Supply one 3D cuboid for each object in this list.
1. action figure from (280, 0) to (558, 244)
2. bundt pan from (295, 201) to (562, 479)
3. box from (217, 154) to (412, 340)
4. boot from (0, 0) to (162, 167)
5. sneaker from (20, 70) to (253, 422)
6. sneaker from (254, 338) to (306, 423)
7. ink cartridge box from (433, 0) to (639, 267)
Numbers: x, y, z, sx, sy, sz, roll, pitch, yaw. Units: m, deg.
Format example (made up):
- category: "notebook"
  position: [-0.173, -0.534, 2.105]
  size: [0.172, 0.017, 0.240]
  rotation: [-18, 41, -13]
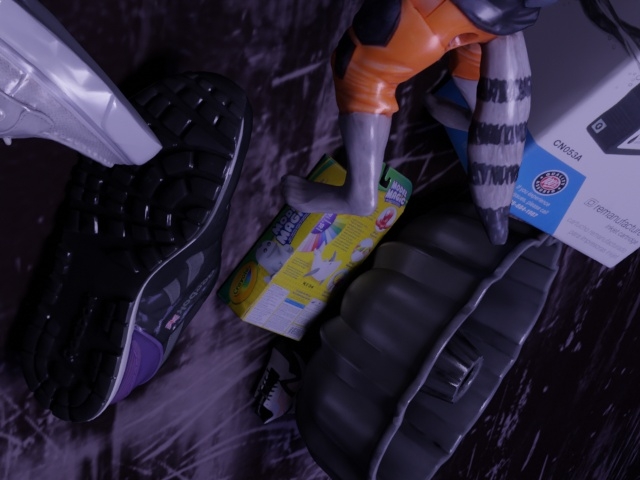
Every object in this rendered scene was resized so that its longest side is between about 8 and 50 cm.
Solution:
- category: "action figure"
  position: [0.137, -0.178, 0.744]
  size: [0.341, 0.178, 0.330]
  rotation: [-18, 144, -41]
- category: "bundt pan"
  position: [0.093, 0.104, 1.178]
  size: [0.331, 0.124, 0.331]
  rotation: [-47, 157, -27]
- category: "box"
  position: [0.000, 0.000, 1.069]
  size: [0.179, 0.043, 0.105]
  rotation: [-50, 149, 7]
- category: "boot"
  position: [-0.205, -0.088, 0.690]
  size: [0.123, 0.095, 0.258]
  rotation: [-43, 141, 3]
- category: "sneaker"
  position: [-0.118, -0.004, 0.891]
  size: [0.283, 0.107, 0.124]
  rotation: [-59, 162, 24]
- category: "sneaker"
  position: [-0.040, 0.139, 1.175]
  size: [0.044, 0.040, 0.109]
  rotation: [-26, 142, -28]
- category: "ink cartridge box"
  position: [0.290, -0.139, 1.054]
  size: [0.223, 0.129, 0.307]
  rotation: [25, 125, -40]
